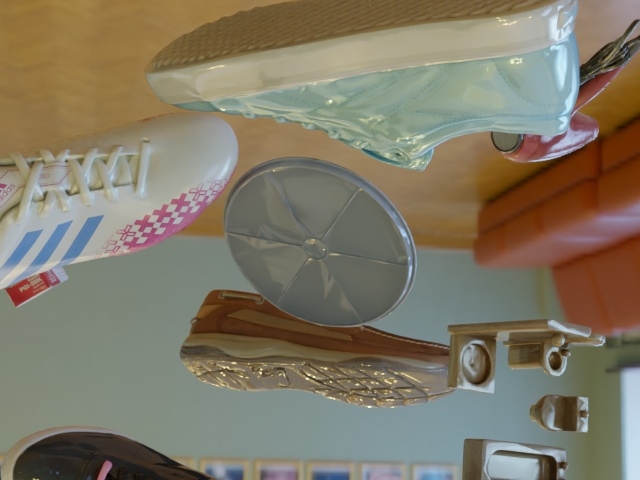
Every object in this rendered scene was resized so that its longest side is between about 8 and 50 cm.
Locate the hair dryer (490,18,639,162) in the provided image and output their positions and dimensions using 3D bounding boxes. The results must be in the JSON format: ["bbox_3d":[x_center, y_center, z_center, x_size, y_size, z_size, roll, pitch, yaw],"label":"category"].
[{"bbox_3d":[0.326,-0.170,1.624,0.223,0.080,0.293,-20,166,6],"label":"hair dryer"}]

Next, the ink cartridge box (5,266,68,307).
[{"bbox_3d":[-0.387,0.009,1.603,0.056,0.135,0.099,-30,-176,4],"label":"ink cartridge box"}]

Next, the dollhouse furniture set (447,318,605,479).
[{"bbox_3d":[0.206,0.158,1.145,0.144,0.151,0.123,13,166,-36],"label":"dollhouse furniture set"}]

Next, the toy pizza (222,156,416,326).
[{"bbox_3d":[0.000,0.000,1.236,0.201,0.201,0.032,-3,-147,27],"label":"toy pizza"}]

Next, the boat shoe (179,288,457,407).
[{"bbox_3d":[0.004,0.111,1.434,0.324,0.116,0.123,7,151,6],"label":"boat shoe"}]

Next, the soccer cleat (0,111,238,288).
[{"bbox_3d":[-0.233,-0.038,1.145,0.331,0.116,0.143,-24,158,-2],"label":"soccer cleat"}]

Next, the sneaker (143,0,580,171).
[{"bbox_3d":[0.032,-0.117,1.039,0.365,0.150,0.135,-2,-152,21],"label":"sneaker"}]

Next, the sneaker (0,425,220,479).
[{"bbox_3d":[-0.144,0.248,1.180,0.295,0.105,0.147,26,164,-31],"label":"sneaker"}]
